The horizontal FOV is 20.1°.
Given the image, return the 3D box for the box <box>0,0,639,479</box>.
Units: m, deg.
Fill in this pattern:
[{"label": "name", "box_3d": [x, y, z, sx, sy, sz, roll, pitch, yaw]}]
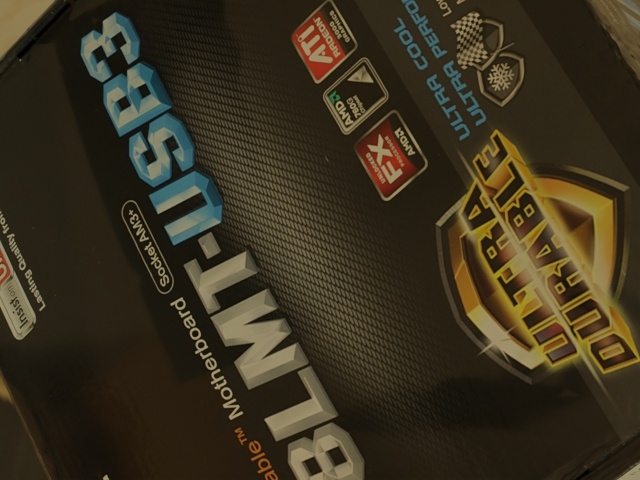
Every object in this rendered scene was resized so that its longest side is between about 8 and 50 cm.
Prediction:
[{"label": "box", "box_3d": [0.000, 0.000, 0.679, 0.073, 0.293, 0.295, 8, 48, -54]}]
